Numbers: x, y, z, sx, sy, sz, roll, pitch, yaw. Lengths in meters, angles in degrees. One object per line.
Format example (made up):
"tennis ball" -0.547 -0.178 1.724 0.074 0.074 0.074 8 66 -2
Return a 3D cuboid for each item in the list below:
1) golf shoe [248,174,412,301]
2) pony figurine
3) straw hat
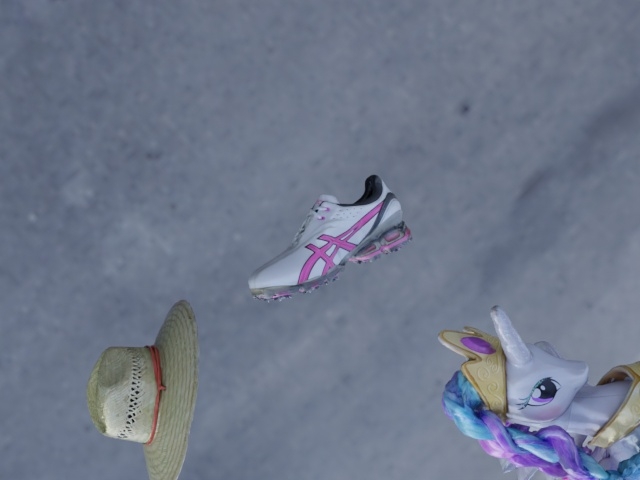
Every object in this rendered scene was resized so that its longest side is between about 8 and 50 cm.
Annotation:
"golf shoe" 0.000 0.000 1.938 0.186 0.086 0.067 -27 -171 -26
"pony figurine" 0.253 0.187 1.600 0.363 0.303 0.351 8 139 -3
"straw hat" -0.136 0.111 1.399 0.061 0.144 0.144 7 137 -18
